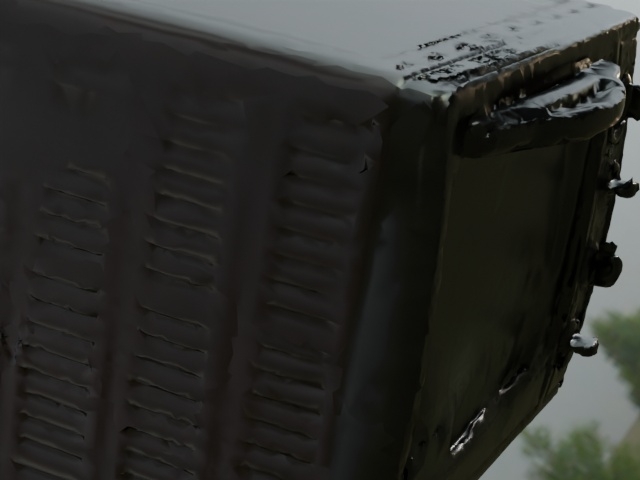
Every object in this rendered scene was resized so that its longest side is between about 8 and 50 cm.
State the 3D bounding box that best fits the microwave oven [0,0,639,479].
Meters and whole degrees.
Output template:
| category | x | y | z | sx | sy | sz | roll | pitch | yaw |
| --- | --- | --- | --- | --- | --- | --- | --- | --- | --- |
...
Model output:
| category | x | y | z | sx | sy | sz | roll | pitch | yaw |
| --- | --- | --- | --- | --- | --- | --- | --- | --- | --- |
| microwave oven | -0.001 | -0.002 | 0.552 | 0.247 | 0.188 | 0.178 | -30 | -45 | -63 |
